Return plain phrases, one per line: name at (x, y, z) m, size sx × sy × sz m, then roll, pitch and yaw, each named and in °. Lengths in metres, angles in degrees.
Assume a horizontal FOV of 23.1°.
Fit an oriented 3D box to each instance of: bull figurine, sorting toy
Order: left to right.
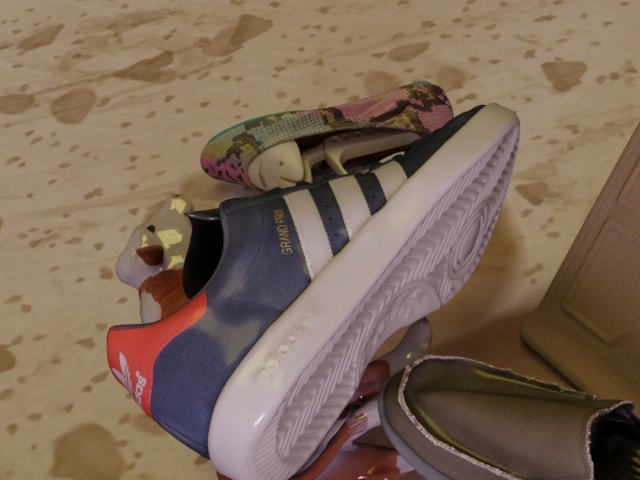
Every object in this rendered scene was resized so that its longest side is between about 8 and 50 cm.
bull figurine at (-0.031, 0.070, 1.111) m, size 0.188 × 0.101 × 0.310 m, roll -14°, pitch 40°, yaw -10°
sorting toy at (0.279, 0.041, 1.011) m, size 0.229 × 0.041 × 0.307 m, roll -60°, pitch 40°, yaw 11°

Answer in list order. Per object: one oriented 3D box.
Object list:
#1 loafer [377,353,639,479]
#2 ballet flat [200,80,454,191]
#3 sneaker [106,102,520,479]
loafer at (0.155, 0.121, 0.949) m, size 0.251 × 0.087 × 0.094 m, roll 20°, pitch 47°, yaw 17°
ballet flat at (0.008, -0.075, 1.328) m, size 0.222 × 0.077 × 0.079 m, roll -14°, pitch 55°, yaw 1°
sneaker at (0.000, 0.000, 1.012) m, size 0.148 × 0.131 × 0.350 m, roll 26°, pitch 46°, yaw 24°
